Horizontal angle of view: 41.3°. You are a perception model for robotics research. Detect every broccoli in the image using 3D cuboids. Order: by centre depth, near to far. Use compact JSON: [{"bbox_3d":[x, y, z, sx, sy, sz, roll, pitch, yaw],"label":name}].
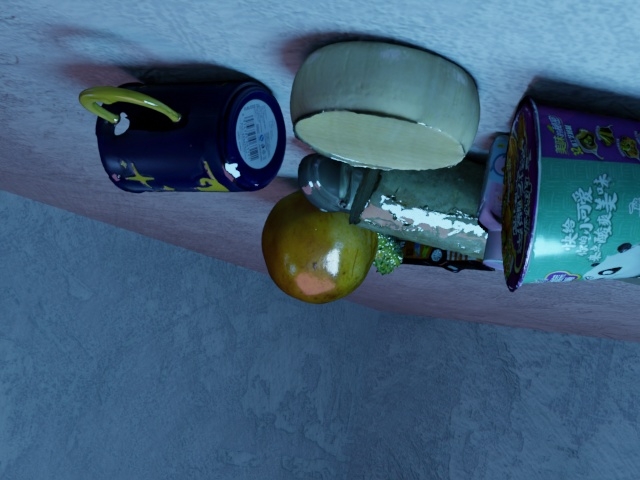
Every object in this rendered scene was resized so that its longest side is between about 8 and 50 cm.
[{"bbox_3d":[0.087,0.033,2.036,0.219,0.194,0.194,17,172,11],"label":"broccoli"}]

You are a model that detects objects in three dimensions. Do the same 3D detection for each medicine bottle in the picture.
[{"bbox_3d":[0.295,-0.051,1.258,0.119,0.188,0.094,11,171,8],"label":"medicine bottle"}]

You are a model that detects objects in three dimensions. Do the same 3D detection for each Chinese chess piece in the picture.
[{"bbox_3d":[0.083,-0.168,1.110,0.249,0.103,0.250,11,170,2],"label":"Chinese chess piece"}]

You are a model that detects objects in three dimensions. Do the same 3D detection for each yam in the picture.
[{"bbox_3d":[0.210,-0.060,1.400,0.304,0.168,0.168,13,171,-8],"label":"yam"}]

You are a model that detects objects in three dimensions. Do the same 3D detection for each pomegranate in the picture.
[{"bbox_3d":[0.000,0.000,1.820,0.264,0.264,0.264,12,171,2],"label":"pomegranate"}]

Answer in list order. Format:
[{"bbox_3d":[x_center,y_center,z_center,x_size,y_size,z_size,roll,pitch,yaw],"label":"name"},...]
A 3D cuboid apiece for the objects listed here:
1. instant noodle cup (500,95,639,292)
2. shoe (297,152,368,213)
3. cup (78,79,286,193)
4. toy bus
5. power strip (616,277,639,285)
[{"bbox_3d":[0.344,-0.053,1.079,0.190,0.251,0.251,3,170,3],"label":"instant noodle cup"},{"bbox_3d":[0.096,-0.095,1.546,0.149,0.109,0.293,0,168,37],"label":"shoe"},{"bbox_3d":[-0.218,-0.151,1.276,0.256,0.178,0.255,4,-165,34],"label":"cup"},{"bbox_3d":[0.244,0.023,2.075,0.408,0.092,0.093,3,165,45],"label":"toy bus"},{"bbox_3d":[0.742,0.079,1.893,0.270,0.046,0.118,12,173,-7],"label":"power strip"}]
